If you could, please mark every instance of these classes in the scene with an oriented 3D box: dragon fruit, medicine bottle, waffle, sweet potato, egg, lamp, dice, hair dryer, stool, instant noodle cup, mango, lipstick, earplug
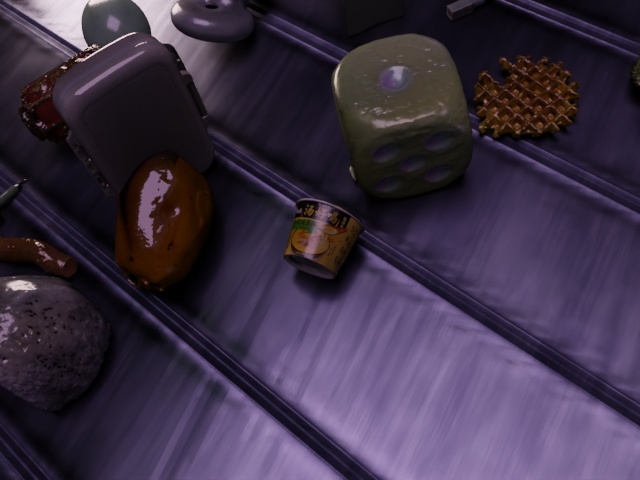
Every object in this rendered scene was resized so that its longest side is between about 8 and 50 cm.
[{"bbox_3d":[-0.562,0.161,1.358,0.204,0.221,0.283,-46,60,-10],"label":"dragon fruit"},{"bbox_3d":[-0.379,-0.238,1.465,0.282,0.375,0.123,-36,56,-12],"label":"medicine bottle"},{"bbox_3d":[0.460,-0.320,1.557,0.231,0.051,0.229,4,60,11],"label":"waffle"},{"bbox_3d":[-0.670,0.021,1.545,0.281,0.067,0.059,13,21,17],"label":"sweet potato"},{"bbox_3d":[-0.526,-0.543,1.794,0.168,0.168,0.231,-29,57,-8],"label":"egg"},{"bbox_3d":[-0.586,-0.350,1.679,0.273,0.177,0.177,-33,59,1],"label":"lamp"},{"bbox_3d":[0.165,-0.255,1.453,0.254,0.250,0.252,-12,58,3],"label":"dice"},{"bbox_3d":[-0.752,-0.095,1.650,0.071,0.047,0.150,29,58,19],"label":"hair dryer"},{"bbox_3d":[0.084,-0.702,1.722,0.170,0.270,0.244,-22,59,-5],"label":"stool"},{"bbox_3d":[0.000,0.000,1.399,0.151,0.151,0.122,15,70,18],"label":"instant noodle cup"},{"bbox_3d":[-0.326,-0.038,1.446,0.201,0.152,0.288,8,77,-8],"label":"mango"},{"bbox_3d":[0.380,-0.593,1.744,0.129,0.030,0.030,-25,58,-5],"label":"lipstick"},{"bbox_3d":[-0.247,-0.628,1.791,0.214,0.175,0.326,23,66,14],"label":"earplug"}]

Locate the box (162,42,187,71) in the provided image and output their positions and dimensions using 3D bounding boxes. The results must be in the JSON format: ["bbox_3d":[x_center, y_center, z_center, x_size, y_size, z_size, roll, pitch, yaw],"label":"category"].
[{"bbox_3d":[-0.380,-0.353,1.635,0.147,0.210,0.129,-2,66,7],"label":"box"}]

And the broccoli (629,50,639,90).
[{"bbox_3d":[0.767,-0.446,1.413,0.221,0.362,0.252,22,28,30],"label":"broccoli"}]
